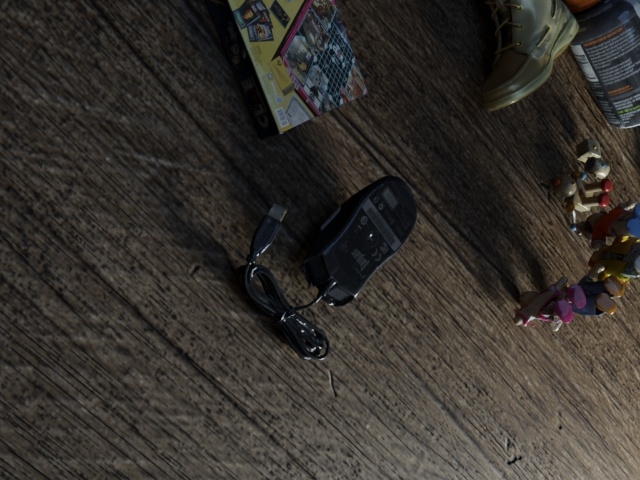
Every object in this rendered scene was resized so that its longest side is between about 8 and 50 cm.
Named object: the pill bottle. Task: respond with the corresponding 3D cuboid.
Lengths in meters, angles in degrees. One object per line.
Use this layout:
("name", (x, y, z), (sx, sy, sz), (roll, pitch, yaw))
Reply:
("pill bottle", (0.482, -0.317, 1.573), (0.130, 0.130, 0.245), (-47, 114, -33))

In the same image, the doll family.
("doll family", (0.407, 0.061, 1.437), (0.118, 0.163, 0.263), (46, 79, -8))

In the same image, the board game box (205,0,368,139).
("board game box", (-0.049, -0.267, 1.191), (0.165, 0.042, 0.243), (-29, 103, -37))

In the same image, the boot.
("boot", (0.274, -0.332, 1.427), (0.262, 0.095, 0.203), (-50, 116, -33))

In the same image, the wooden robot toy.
("wooden robot toy", (0.409, -0.090, 1.531), (0.079, 0.076, 0.173), (21, 71, -24))

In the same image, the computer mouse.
("computer mouse", (0.000, 0.000, 1.194), (0.184, 0.060, 0.262), (46, 71, -31))
